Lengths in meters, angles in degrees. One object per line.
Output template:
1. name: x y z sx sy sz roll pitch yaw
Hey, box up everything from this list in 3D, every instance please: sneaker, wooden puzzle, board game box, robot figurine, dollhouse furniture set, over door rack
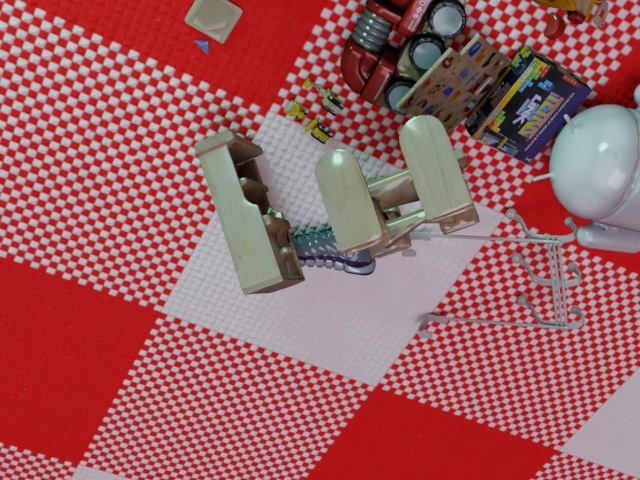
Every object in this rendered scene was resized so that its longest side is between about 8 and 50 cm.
1. sneaker: 0.000 0.000 1.610 0.224 0.083 0.098 9 101 -12
2. wooden puzzle: -0.170 -0.360 1.368 0.078 0.014 0.116 36 116 -20
3. board game box: 0.352 -0.226 1.462 0.141 0.048 0.170 20 122 -28
4. robot figurine: 0.545 -0.116 1.470 0.353 0.200 0.300 13 106 -14
5. dollhouse furniture set: 0.037 -0.097 1.395 0.394 0.362 0.256 -20 84 11
6. over door rack: 0.334 0.064 1.656 0.324 0.108 0.239 -5 126 17

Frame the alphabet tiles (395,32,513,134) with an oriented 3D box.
1. alphabet tiles: 0.208 -0.236 1.377 0.198 0.009 0.237 -46 158 18

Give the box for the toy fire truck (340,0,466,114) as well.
1. toy fire truck: 0.079 -0.335 1.333 0.246 0.158 0.217 26 121 -7

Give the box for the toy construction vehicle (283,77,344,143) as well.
1. toy construction vehicle: -0.006 -0.223 1.467 0.098 0.035 0.086 31 129 -20

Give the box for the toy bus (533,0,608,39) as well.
1. toy bus: 0.362 -0.408 1.312 0.104 0.191 0.202 24 133 34
